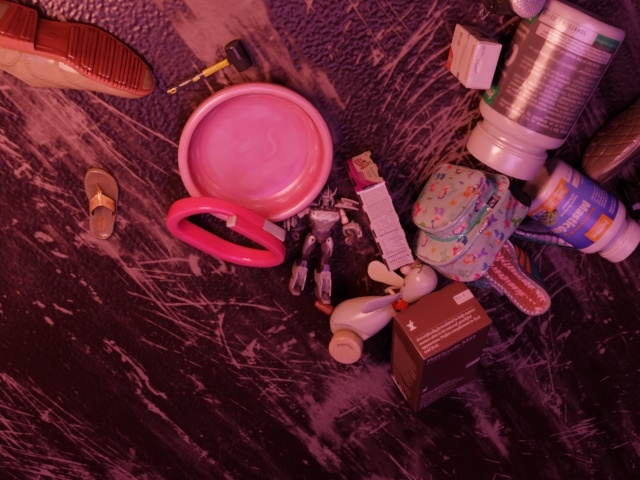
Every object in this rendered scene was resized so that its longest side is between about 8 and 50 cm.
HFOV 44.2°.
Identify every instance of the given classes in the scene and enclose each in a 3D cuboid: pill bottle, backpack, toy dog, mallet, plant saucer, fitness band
[{"bbox_3d":[0.859,-0.126,1.925,0.219,0.122,0.122,-19,124,16],"label":"pill bottle"},{"bbox_3d":[0.322,-0.042,1.786,0.191,0.225,0.253,28,90,-30],"label":"backpack"},{"bbox_3d":[0.114,0.139,1.901,0.161,0.220,0.333,39,104,-13],"label":"toy dog"},{"bbox_3d":[0.619,-0.064,1.867,0.272,0.152,0.152,32,111,-8],"label":"pill bottle"},{"bbox_3d":[-0.238,-0.355,1.626,0.190,0.039,0.062,-19,124,5],"label":"mallet"},{"bbox_3d":[0.469,-0.324,1.687,0.204,0.204,0.361,15,116,-20],"label":"pill bottle"},{"bbox_3d":[-0.142,-0.193,1.714,0.332,0.084,0.332,-5,121,-9],"label":"plant saucer"},{"bbox_3d":[-0.203,-0.012,1.748,0.209,0.054,0.291,-11,150,40],"label":"fitness band"}]

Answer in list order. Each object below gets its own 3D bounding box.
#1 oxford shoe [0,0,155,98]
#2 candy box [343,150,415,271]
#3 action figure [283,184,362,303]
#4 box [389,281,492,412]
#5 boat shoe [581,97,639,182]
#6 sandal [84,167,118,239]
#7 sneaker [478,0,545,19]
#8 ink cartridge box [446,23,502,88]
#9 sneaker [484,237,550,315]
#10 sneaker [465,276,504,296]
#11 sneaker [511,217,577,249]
[{"bbox_3d":[-0.502,-0.351,1.548,0.348,0.123,0.130,20,141,-23],"label":"oxford shoe"},{"bbox_3d":[0.135,-0.066,1.801,0.071,0.159,0.233,-22,123,3],"label":"candy box"},{"bbox_3d":[0.000,0.000,1.853,0.186,0.099,0.284,8,115,-3],"label":"action figure"},{"bbox_3d":[0.286,0.267,1.936,0.191,0.143,0.381,-27,150,-11],"label":"box"},{"bbox_3d":[0.771,-0.257,1.833,0.130,0.132,0.355,34,110,-27],"label":"boat shoe"},{"bbox_3d":[-0.482,-0.074,1.735,0.072,0.049,0.180,2,120,-12],"label":"sandal"},{"bbox_3d":[0.389,-0.568,1.583,0.101,0.153,0.268,22,79,-40],"label":"sneaker"},{"bbox_3d":[0.321,-0.387,1.658,0.056,0.135,0.099,3,120,-14],"label":"ink cartridge box"},{"bbox_3d":[0.464,0.053,1.975,0.108,0.121,0.302,-33,110,22],"label":"sneaker"},{"bbox_3d":[0.407,0.095,2.022,0.076,0.065,0.166,-33,120,28],"label":"sneaker"},{"bbox_3d":[0.559,-0.041,1.969,0.224,0.083,0.098,11,88,-13],"label":"sneaker"}]
